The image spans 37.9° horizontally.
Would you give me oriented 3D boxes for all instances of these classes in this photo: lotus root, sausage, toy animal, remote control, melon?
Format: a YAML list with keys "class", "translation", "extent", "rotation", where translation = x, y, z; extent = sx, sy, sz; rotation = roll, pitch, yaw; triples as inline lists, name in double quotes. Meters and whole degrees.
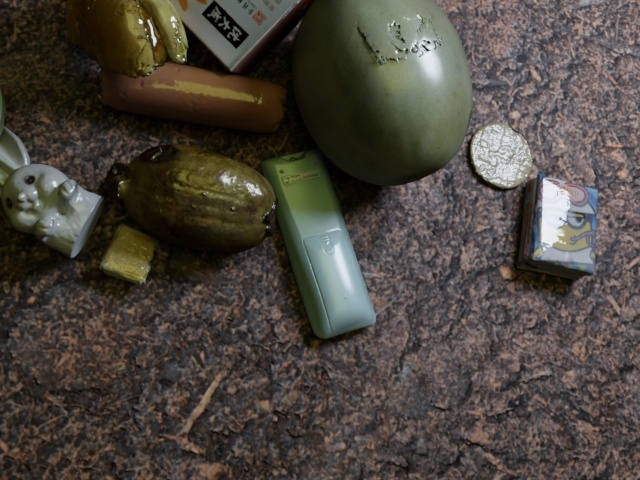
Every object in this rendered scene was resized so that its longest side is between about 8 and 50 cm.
- class: "lotus root"
  translation: [-0.187, -0.062, 1.350]
  extent: [0.260, 0.128, 0.145]
  rotation: [12, 83, -11]
- class: "sausage"
  translation: [-0.192, -0.220, 1.416]
  extent: [0.289, 0.086, 0.086]
  rotation: [8, 73, -15]
- class: "toy animal"
  translation: [-0.413, -0.075, 1.289]
  extent: [0.221, 0.131, 0.103]
  rotation: [33, 96, -3]
- class: "remote control"
  translation: [0.000, 0.000, 1.428]
  extent: [0.103, 0.051, 0.293]
  rotation: [-15, 79, -19]
- class: "melon"
  translation: [0.091, -0.249, 1.409]
  extent: [0.268, 0.268, 0.330]
  rotation: [-14, 83, -20]

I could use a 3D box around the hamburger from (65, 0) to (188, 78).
- class: "hamburger"
  translation: [-0.288, -0.319, 1.325]
  extent: [0.124, 0.131, 0.262]
  rotation: [-28, 42, -22]

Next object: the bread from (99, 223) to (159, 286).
- class: "bread"
  translation: [-0.276, 0.020, 1.350]
  extent: [0.070, 0.035, 0.083]
  rotation: [19, 64, -11]

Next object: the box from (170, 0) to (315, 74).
- class: "box"
  translation: [-0.138, -0.510, 1.409]
  extent: [0.344, 0.122, 0.385]
  rotation: [-44, 90, 11]

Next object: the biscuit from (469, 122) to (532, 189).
- class: "biscuit"
  translation: [0.305, -0.143, 1.577]
  extent: [0.120, 0.015, 0.120]
  rotation: [4, 74, -15]

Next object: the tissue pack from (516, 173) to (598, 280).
- class: "tissue pack"
  translation: [0.393, -0.021, 1.542]
  extent: [0.115, 0.065, 0.155]
  rotation: [14, 72, -13]

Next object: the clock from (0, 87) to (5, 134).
- class: "clock"
  translation: [-0.556, -0.170, 1.292]
  extent: [0.235, 0.029, 0.235]
  rotation: [1, 66, -2]
